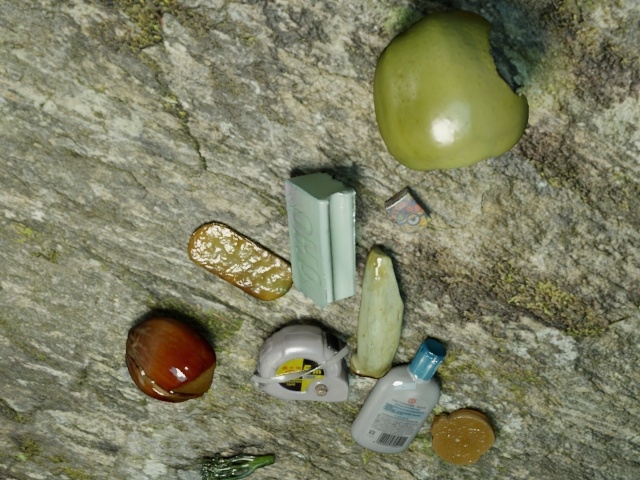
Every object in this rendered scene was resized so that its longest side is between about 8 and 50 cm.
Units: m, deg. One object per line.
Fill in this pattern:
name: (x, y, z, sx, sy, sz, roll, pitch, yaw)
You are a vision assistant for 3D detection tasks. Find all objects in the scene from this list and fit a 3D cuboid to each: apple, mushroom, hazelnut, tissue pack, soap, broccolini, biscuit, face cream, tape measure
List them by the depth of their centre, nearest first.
apple: (0.213, -0.243, 1.104, 0.280, 0.279, 0.278, 0, 120, 0)
soap: (0.000, 0.000, 1.303, 0.094, 0.150, 0.261, -15, 121, -22)
tissue pack: (0.180, -0.060, 1.339, 0.063, 0.035, 0.083, -34, 112, 19)
biscuit: (-0.171, 0.049, 1.411, 0.247, 0.029, 0.118, 32, 109, -17)
mushroom: (0.134, 0.170, 1.445, 0.107, 0.087, 0.332, -5, 118, -23)
hazelnut: (-0.344, 0.272, 1.456, 0.181, 0.181, 0.212, 14, 132, -31)
tape measure: (-0.042, 0.282, 1.490, 0.236, 0.120, 0.197, 3, 126, -7)
face cream: (0.202, 0.378, 1.566, 0.163, 0.080, 0.336, 17, 119, -13)
biscuit: (0.355, 0.491, 1.653, 0.171, 0.050, 0.170, 3, 117, 7)
broccolini: (-0.221, 0.601, 1.723, 0.203, 0.068, 0.091, -10, 91, -4)
